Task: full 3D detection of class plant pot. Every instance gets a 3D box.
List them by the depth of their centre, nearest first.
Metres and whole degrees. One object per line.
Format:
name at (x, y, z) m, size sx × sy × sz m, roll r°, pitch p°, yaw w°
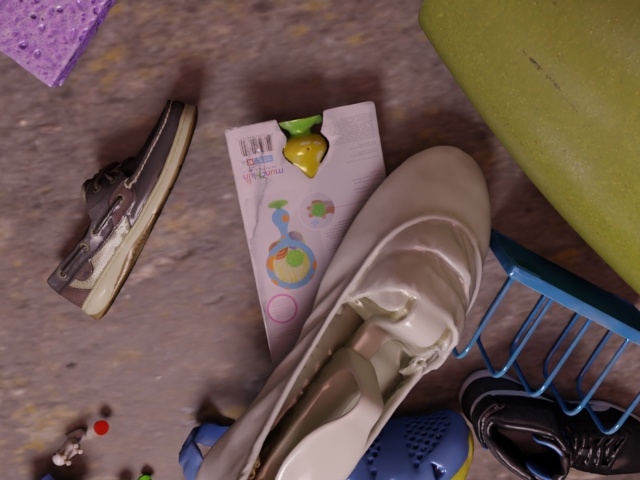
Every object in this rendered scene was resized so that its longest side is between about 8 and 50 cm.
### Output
plant pot at (0.233, -0.143, 0.629) m, size 0.293 × 0.275 × 0.275 m, roll 38°, pitch 101°, yaw 6°

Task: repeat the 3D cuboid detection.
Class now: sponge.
sponge at (-0.286, -0.244, 0.697) m, size 0.210 × 0.031 × 0.117 m, roll 37°, pitch 101°, yaw -9°

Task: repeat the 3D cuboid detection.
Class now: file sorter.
file sorter at (0.212, 0.084, 0.742) m, size 0.170 × 0.118 × 0.104 m, roll 28°, pitch 104°, yaw -7°

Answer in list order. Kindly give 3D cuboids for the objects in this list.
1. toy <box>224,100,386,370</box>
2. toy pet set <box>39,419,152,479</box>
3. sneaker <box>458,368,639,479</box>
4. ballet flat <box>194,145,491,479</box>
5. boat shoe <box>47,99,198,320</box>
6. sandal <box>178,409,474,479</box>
toy at (0.000, 0.000, 0.745) m, size 0.136 × 0.056 × 0.237 m, roll -12°, pitch 104°, yaw -9°
toy pet set at (-0.242, 0.259, 0.822) m, size 0.114 × 0.065 × 0.122 m, roll -39°, pitch 107°, yaw -27°
sneaker at (0.241, 0.202, 0.769) m, size 0.216 × 0.121 × 0.079 m, roll 18°, pitch 105°, yaw -5°
ballet flat at (0.042, 0.097, 0.669) m, size 0.139 × 0.139 × 0.400 m, roll 36°, pitch 84°, yaw -9°
boat shoe at (-0.183, -0.032, 0.727) m, size 0.073 × 0.080 × 0.224 m, roll 25°, pitch 107°, yaw -12°
sandal at (-0.011, 0.219, 0.771) m, size 0.317 × 0.126 × 0.138 m, roll -19°, pitch 98°, yaw 5°
